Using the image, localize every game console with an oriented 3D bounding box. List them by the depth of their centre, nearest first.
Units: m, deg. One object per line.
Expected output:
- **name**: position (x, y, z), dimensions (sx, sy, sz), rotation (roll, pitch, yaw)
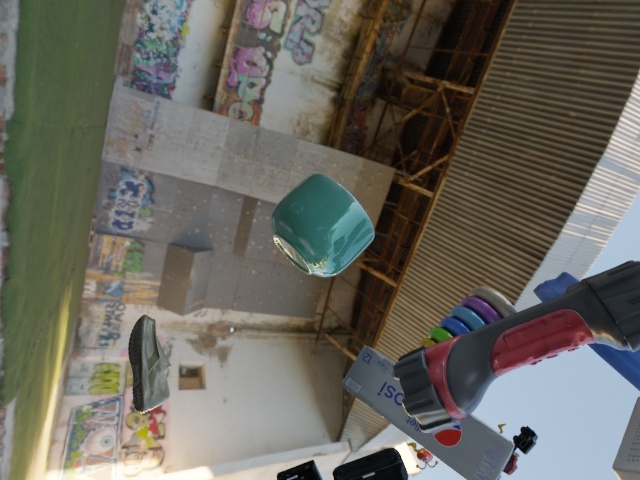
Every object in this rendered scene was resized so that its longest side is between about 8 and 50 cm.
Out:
- **game console**: position (0.067, 0.687, 1.099), dimensions (0.044, 0.361, 0.213), rotation (-60, 127, -83)

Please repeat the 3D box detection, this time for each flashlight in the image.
- **flashlight**: position (0.240, 0.132, 0.472), dimensions (0.304, 0.103, 0.103), rotation (-29, -103, 22)

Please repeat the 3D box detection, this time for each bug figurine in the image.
- **bug figurine**: position (0.399, 0.587, 1.134), dimensions (0.279, 0.216, 0.072), rotation (-21, -123, 16)

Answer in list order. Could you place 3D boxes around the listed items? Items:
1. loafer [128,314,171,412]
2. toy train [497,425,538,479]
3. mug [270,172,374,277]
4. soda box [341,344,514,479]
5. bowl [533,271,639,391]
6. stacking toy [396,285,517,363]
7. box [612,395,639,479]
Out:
- **loafer**: position (-0.266, 0.190, 0.628), dimensions (0.056, 0.050, 0.148), rotation (-29, -118, 38)
- **toy train**: position (0.350, 0.417, 0.750), dimensions (0.158, 0.027, 0.036), rotation (-53, -151, 5)
- **mug**: position (0.002, -0.002, 0.556), dimensions (0.097, 0.157, 0.129), rotation (-43, -158, -17)
- **soda box**: position (0.184, 0.307, 0.718), dimensions (0.286, 0.098, 0.091), rotation (29, -97, 28)
- **bowl**: position (0.583, 0.207, 0.741), dimensions (0.077, 0.391, 0.391), rotation (-50, -145, 17)
- **stacking toy**: position (0.277, 0.246, 0.879), dimensions (0.141, 0.330, 0.141), rotation (52, -13, 17)
- **box**: position (0.384, 0.228, 0.314), dimensions (0.182, 0.119, 0.181), rotation (-35, -98, 51)
